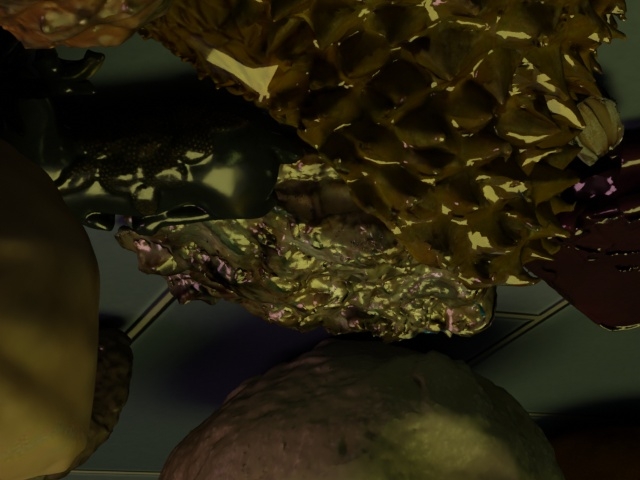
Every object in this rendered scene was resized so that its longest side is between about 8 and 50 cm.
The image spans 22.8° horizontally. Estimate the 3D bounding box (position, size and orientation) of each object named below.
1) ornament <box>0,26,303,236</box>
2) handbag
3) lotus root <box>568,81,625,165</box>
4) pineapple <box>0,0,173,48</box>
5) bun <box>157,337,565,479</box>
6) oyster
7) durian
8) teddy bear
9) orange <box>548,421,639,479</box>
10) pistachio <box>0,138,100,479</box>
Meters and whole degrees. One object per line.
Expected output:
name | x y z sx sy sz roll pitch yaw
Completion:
ornament | -0.111 -0.076 0.844 0.202 0.080 0.236 -2 157 0
handbag | 0.250 -0.014 1.092 0.203 0.074 0.216 -18 152 26
lotus root | 0.161 -0.078 0.973 0.037 0.030 0.083 -43 153 5
pineapple | -0.141 -0.169 0.576 0.128 0.128 0.248 -16 150 22
bun | 0.023 0.210 1.359 0.352 0.227 0.349 -26 150 33
oyster | -0.002 0.008 1.060 0.259 0.092 0.198 10 154 -24
durian | 0.069 -0.102 0.821 0.195 0.185 0.305 -42 135 18
teddy bear | -0.253 0.143 1.266 0.177 0.140 0.190 5 163 -31
orange | 0.317 0.305 1.656 0.261 0.261 0.261 -5 157 -2
pistachio | -0.219 0.032 0.780 0.214 0.193 0.318 45 165 -24
